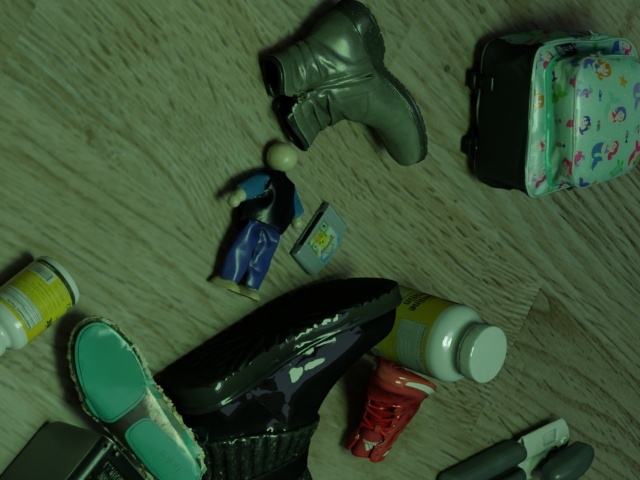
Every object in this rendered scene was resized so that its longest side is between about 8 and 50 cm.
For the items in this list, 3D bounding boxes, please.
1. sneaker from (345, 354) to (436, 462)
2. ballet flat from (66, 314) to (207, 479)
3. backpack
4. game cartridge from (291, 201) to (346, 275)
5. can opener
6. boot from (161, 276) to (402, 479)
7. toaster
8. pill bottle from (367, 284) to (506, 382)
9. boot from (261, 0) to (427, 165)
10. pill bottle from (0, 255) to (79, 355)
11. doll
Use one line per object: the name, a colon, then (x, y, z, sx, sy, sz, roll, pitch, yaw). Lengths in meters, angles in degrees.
sneaker: (0.086, 0.228, 2.046, 0.128, 0.087, 0.221, -62, 163, -6)
ballet flat: (-0.212, 0.184, 1.765, 0.091, 0.077, 0.241, -31, 108, -9)
backpack: (0.343, -0.180, 2.174, 0.253, 0.191, 0.225, -15, 112, -48)
game cartridge: (0.000, 0.000, 1.985, 0.083, 0.017, 0.056, -57, 138, -17)
can opener: (0.295, 0.339, 2.334, 0.283, 0.095, 0.076, -18, 114, -42)
boot: (-0.025, 0.213, 1.932, 0.348, 0.131, 0.260, -27, 114, -26)
toaster: (-0.270, 0.314, 1.726, 0.185, 0.110, 0.168, -52, 133, -22)
pill bottle: (0.147, 0.124, 2.049, 0.103, 0.184, 0.103, -17, 114, -43)
boot: (0.023, -0.158, 1.929, 0.161, 0.083, 0.246, -42, 123, -21)
pill bottle: (-0.312, 0.073, 1.644, 0.116, 0.065, 0.065, -41, 128, -30)
doll: (-0.071, -0.028, 1.880, 0.129, 0.046, 0.189, 26, 83, -48)
